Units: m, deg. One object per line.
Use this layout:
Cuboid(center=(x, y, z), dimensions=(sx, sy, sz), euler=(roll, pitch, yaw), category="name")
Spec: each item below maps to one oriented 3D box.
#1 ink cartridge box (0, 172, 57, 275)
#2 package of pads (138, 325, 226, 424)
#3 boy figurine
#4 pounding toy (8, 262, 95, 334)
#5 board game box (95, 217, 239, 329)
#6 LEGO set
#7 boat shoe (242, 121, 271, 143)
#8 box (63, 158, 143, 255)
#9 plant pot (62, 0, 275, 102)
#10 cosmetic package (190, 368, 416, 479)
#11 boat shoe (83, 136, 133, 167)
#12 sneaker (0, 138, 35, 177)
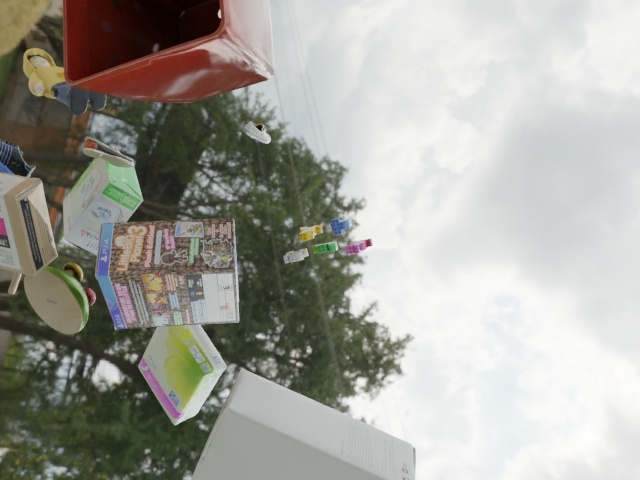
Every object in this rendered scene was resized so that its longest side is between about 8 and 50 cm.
Cuboid(center=(-0.688, -0.045, 1.348), dimensions=(0.088, 0.234, 0.193), euler=(-60, 156, -53), category="ink cartridge box")
Cuboid(center=(-0.406, 0.359, 1.867), dimensions=(0.229, 0.101, 0.296), euler=(52, -48, 21), category="package of pads")
Cuboid(center=(-0.664, -0.413, 1.656), dimensions=(0.285, 0.177, 0.092), euler=(34, -48, 31), category="boy figurine")
Cuboid(center=(-0.627, 0.108, 1.560), dimensions=(0.110, 0.236, 0.183), euler=(-44, 164, -50), category="pounding toy")
Cuboid(center=(-0.334, 0.078, 1.463), dimensions=(0.232, 0.290, 0.141), euler=(98, -12, -53), category="board game box")
Cuboid(center=(0.000, 0.000, 1.562), dimensions=(0.093, 0.227, 0.087), euler=(-35, 113, -68), category="LEGO set")
Cuboid(center=(-0.143, -0.258, 1.524), dimensions=(0.035, 0.100, 0.035), euler=(-48, -118, 16), category="boat shoe")
Cuboid(center=(-0.671, -0.120, 1.979), dimensions=(0.231, 0.126, 0.262), euler=(-48, -145, 11), category="box")
Cuboid(center=(-0.207, -0.352, 0.986), dimensions=(0.267, 0.235, 0.268), euler=(-10, -102, 22), category="plant pot")
Cuboid(center=(-0.033, 0.437, 1.242), dimensions=(0.217, 0.385, 0.156), euler=(-62, -178, 19), category="cosmetic package")
Cuboid(center=(-0.549, -0.228, 1.679), dimensions=(0.049, 0.137, 0.043), euler=(-27, -127, 45), category="boat shoe")
Cuboid(center=(-0.971, -0.275, 1.951), dimensions=(0.081, 0.232, 0.090), euler=(11, -126, 45), category="sneaker")
